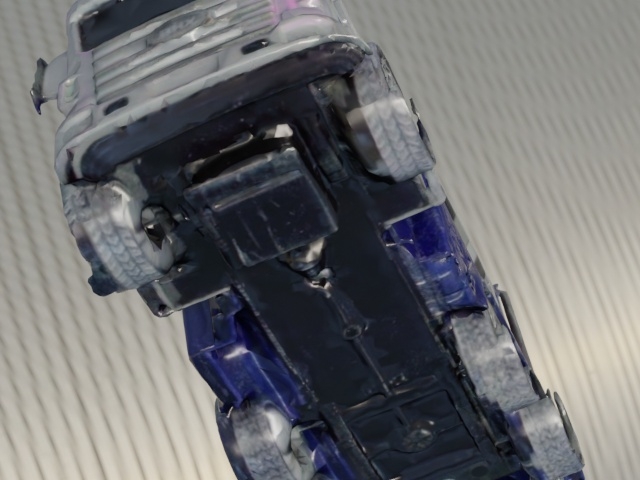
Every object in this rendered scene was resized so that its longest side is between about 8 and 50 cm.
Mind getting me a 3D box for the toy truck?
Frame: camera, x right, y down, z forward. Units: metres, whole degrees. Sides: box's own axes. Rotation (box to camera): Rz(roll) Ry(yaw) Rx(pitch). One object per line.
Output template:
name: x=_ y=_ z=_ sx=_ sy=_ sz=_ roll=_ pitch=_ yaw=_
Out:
toy truck: x=0.000 y=0.000 z=0.642 sx=0.155 sy=0.124 sz=0.268 roll=-103 pitch=168 yaw=-46
